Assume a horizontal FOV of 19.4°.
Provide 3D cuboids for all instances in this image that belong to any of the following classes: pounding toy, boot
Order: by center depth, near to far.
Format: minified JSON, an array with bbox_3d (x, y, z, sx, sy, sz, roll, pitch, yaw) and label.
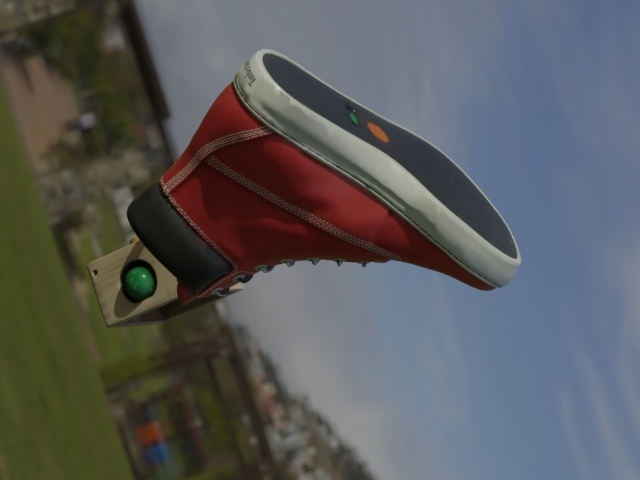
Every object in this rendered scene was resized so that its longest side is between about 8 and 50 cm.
[{"bbox_3d":[0.000,0.000,1.259,0.244,0.176,0.088,31,24,-24],"label":"boot"},{"bbox_3d":[-0.163,0.021,1.920,0.141,0.130,0.100,0,70,-62],"label":"pounding toy"}]
